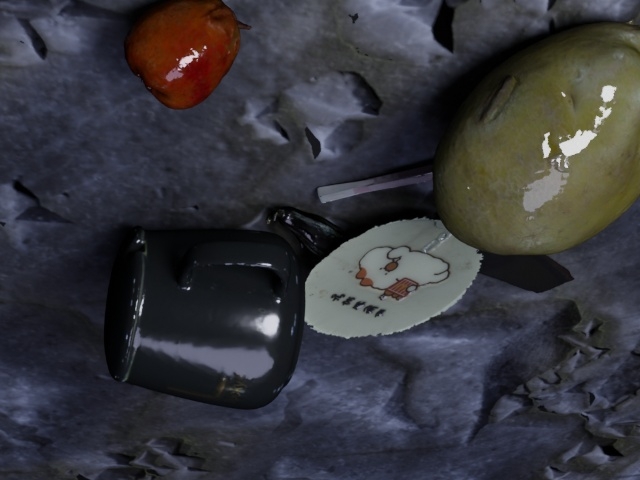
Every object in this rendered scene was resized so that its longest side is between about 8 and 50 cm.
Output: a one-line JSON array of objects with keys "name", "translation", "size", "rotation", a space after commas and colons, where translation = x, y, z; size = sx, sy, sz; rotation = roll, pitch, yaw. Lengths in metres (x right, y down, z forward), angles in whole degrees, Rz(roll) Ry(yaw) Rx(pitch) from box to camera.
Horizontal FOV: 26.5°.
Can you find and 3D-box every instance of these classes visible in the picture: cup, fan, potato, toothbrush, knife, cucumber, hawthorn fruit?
[{"name": "cup", "translation": [-0.104, 0.055, 1.249], "size": [0.177, 0.169, 0.223], "rotation": [10, 149, -12]}, {"name": "fan", "translation": [0.118, -0.002, 1.308], "size": [0.329, 0.009, 0.191], "rotation": [-40, 139, 26]}, {"name": "potato", "translation": [0.196, -0.081, 1.134], "size": [0.235, 0.160, 0.178], "rotation": [-52, 167, 28]}, {"name": "toothbrush", "translation": [0.093, -0.062, 1.253], "size": [0.194, 0.017, 0.014], "rotation": [-14, 146, 7]}, {"name": "knife", "translation": [0.179, 0.017, 1.388], "size": [0.230, 0.028, 0.060], "rotation": [17, 125, -35]}, {"name": "cucumber", "translation": [0.000, 0.000, 1.304], "size": [0.039, 0.043, 0.163], "rotation": [-26, 139, 30]}, {"name": "hawthorn fruit", "translation": [-0.101, -0.150, 1.042], "size": [0.093, 0.081, 0.081], "rotation": [-41, 143, -5]}]
